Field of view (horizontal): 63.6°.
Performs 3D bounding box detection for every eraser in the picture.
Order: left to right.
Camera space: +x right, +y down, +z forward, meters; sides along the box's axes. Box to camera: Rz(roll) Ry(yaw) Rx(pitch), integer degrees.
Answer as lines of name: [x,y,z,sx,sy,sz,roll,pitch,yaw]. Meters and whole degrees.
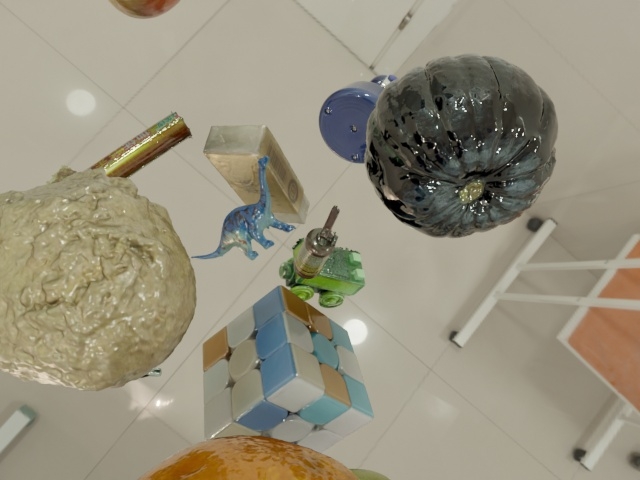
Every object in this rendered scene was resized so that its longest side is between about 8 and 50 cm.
eraser: [-0.142,-0.147,1.251,0.144,0.343,0.078,4,66,20]

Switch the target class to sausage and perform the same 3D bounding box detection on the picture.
sausage: [-0.474,-0.172,1.205,0.371,0.082,0.082,-39,94,-16]

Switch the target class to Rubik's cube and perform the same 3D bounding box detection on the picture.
Rubik's cube: [-0.107,0.407,1.508,0.347,0.344,0.346,-40,126,17]

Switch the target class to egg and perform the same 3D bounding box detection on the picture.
egg: [-0.289,0.048,0.637,0.279,0.310,0.279,-17,112,-49]

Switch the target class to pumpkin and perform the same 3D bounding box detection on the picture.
pumpkin: [0.268,-0.174,0.996,0.363,0.363,0.266,11,44,-10]

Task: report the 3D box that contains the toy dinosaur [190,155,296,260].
toy dinosaur: [-0.152,-0.020,1.103,0.144,0.076,0.329,40,122,-2]

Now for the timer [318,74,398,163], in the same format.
timer: [0.184,-0.475,1.843,0.270,0.270,0.383,40,44,-6]

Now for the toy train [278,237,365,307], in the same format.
toy train: [0.005,0.108,1.650,0.271,0.188,0.159,16,48,-28]

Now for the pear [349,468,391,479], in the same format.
pear: [0.045,0.438,0.735,0.212,0.269,0.212,-1,85,16]

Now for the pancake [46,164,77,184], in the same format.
pancake: [-0.701,-0.113,1.498,0.266,0.057,0.244,6,48,-44]

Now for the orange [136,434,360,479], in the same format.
orange: [-0.069,0.337,0.477,0.312,0.312,0.312,1,86,-11]

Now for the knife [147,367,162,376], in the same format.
knife: [-0.590,0.419,1.647,0.162,0.044,0.023,4,63,-10]

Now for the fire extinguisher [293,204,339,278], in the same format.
fire extinguisher: [-0.008,0.002,1.247,0.075,0.252,0.106,6,64,-11]

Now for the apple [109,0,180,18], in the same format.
apple: [-0.282,-0.439,0.760,0.209,0.209,0.164,41,88,-6]
